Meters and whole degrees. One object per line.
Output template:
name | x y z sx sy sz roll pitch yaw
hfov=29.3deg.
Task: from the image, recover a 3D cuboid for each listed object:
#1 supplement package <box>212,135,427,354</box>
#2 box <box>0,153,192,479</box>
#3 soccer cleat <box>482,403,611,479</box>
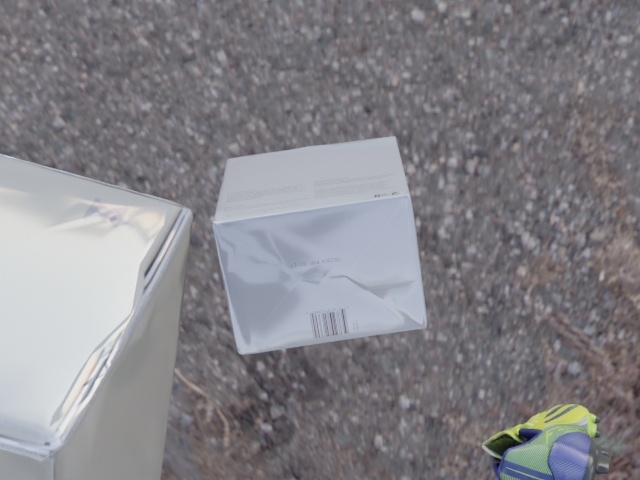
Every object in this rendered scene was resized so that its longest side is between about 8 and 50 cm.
supplement package | 0.000 0.000 1.280 0.194 0.203 0.149 -8 111 2
box | -0.115 0.110 0.424 0.094 0.275 0.113 16 38 5
soccer cleat | 0.232 0.218 1.299 0.121 0.289 0.093 15 93 6
